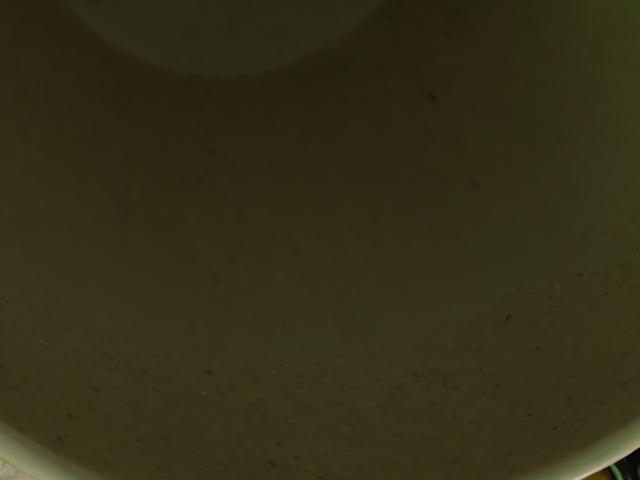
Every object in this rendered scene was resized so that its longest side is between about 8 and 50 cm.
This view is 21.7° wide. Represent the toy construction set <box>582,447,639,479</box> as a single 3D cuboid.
[{"bbox_3d":[0.147,0.086,0.883,0.309,0.257,0.237,25,143,49],"label":"toy construction set"}]

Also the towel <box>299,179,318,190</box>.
[{"bbox_3d":[0.000,0.000,0.768,0.121,0.284,0.235,53,156,-12],"label":"towel"}]

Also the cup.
[{"bbox_3d":[-0.007,-0.105,0.541,0.331,0.331,0.237,44,-174,-26],"label":"cup"}]
